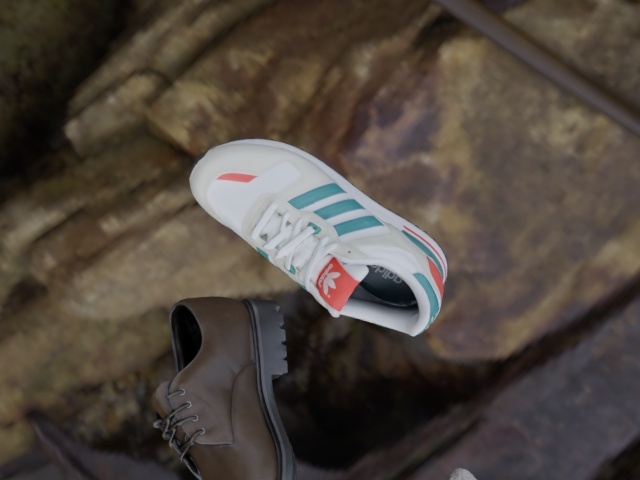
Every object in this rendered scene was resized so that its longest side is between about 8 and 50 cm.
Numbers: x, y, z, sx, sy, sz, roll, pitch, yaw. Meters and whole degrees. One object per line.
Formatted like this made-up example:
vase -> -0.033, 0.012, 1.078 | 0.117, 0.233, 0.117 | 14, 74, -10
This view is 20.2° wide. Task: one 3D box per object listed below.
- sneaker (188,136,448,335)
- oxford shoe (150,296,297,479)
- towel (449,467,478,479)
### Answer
sneaker -> 0.000, 0.000, 0.996 | 0.161, 0.075, 0.057 | 30, 113, -10
oxford shoe -> -0.072, 0.138, 1.228 | 0.096, 0.227, 0.083 | 10, 138, -24
towel -> 0.115, 0.296, 1.150 | 0.049, 0.282, 0.187 | -32, 114, 31
